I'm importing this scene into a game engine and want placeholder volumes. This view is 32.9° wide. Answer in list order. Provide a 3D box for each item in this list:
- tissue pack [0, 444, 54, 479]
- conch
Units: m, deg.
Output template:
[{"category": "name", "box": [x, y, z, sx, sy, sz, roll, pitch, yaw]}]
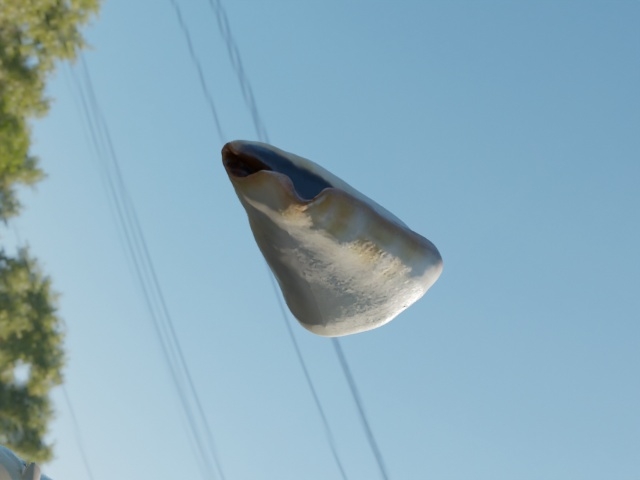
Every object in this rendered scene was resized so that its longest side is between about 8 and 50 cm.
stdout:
[{"category": "tissue pack", "box": [-0.325, 0.289, 0.731, 0.195, 0.376, 0.390, 28, -15, 34]}, {"category": "conch", "box": [0.010, -0.006, 0.645, 0.104, 0.094, 0.176, 59, -6, 47]}]
